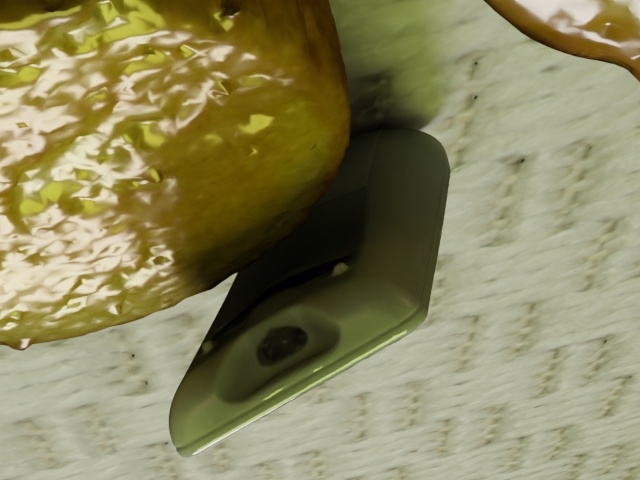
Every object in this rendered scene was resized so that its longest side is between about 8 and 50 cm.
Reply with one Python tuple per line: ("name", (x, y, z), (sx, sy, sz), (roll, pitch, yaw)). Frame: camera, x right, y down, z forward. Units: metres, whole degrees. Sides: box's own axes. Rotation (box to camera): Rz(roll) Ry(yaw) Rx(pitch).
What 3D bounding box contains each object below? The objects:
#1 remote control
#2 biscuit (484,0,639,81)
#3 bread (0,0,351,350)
("remote control", (0.000, 0.000, 0.639), (0.109, 0.055, 0.313), (-30, -171, 13))
("biscuit", (0.163, -0.150, 0.475), (0.297, 0.101, 0.296), (9, 161, 3))
("bread", (-0.105, -0.065, 0.516), (0.269, 0.145, 0.268), (-16, 154, -8))
